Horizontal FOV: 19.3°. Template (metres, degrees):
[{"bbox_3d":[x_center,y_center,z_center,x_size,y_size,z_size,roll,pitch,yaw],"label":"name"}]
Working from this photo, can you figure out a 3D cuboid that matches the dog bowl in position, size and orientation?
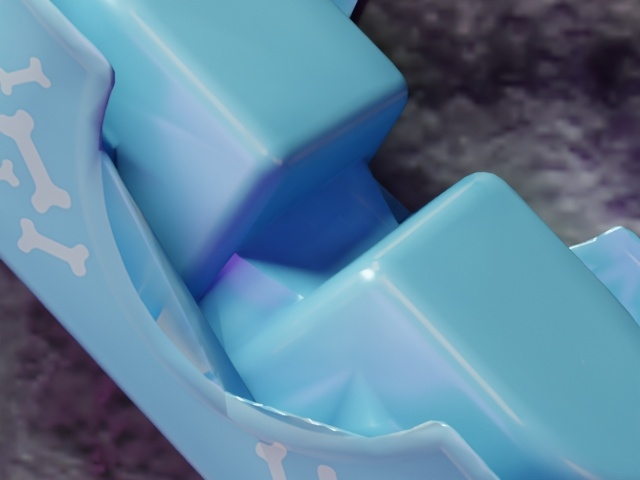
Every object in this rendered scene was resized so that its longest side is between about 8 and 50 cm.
[{"bbox_3d":[0.000,0.000,0.514,0.297,0.166,0.074,47,118,4],"label":"dog bowl"}]
